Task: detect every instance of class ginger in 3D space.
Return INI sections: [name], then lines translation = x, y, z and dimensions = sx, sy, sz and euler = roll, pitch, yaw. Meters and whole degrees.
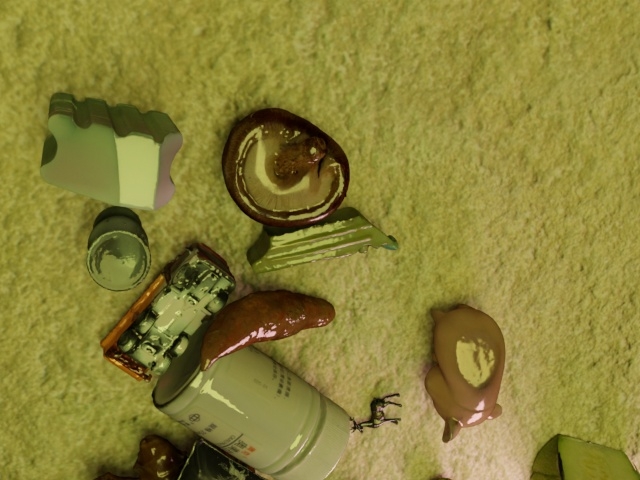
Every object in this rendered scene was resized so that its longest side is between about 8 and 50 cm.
[ginger]
translation = -0.271, 0.510, 1.835
dimensions = 0.357, 0.152, 0.274
euler = 7, 104, -18

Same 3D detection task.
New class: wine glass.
[wine glass]
translation = -0.339, 0.006, 1.630
dimensions = 0.103, 0.231, 0.103
euler = -3, 105, -11

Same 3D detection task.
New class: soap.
[soap]
translation = -0.328, -0.144, 1.528
dimensions = 0.208, 0.347, 0.115
euler = 8, 102, -17

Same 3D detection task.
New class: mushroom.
[mushroom]
translation = -0.065, -0.126, 1.725
dimensions = 0.231, 0.138, 0.194
euler = 39, 107, -10

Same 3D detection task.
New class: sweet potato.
[sweet potato]
translation = -0.092, 0.136, 1.735
dimensions = 0.354, 0.095, 0.106
euler = -15, 102, -50

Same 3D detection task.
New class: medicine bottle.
[medicine bottle]
translation = -0.122, 0.309, 1.795
dimensions = 0.332, 0.190, 0.190
euler = 36, 94, -20

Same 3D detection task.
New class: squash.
[squash]
translation = 0.590, 0.574, 1.991
dimensions = 0.233, 0.309, 0.210
euler = 20, 100, -19

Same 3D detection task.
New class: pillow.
[pillow]
translation = -0.172, 0.468, 1.777
dimensions = 0.208, 0.055, 0.141
euler = 33, 77, -20

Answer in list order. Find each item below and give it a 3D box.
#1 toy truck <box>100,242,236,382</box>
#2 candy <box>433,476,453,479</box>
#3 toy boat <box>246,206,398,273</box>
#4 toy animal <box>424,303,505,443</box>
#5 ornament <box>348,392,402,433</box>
[toy truck]
translation = -0.271, 0.132, 1.742
dimensions = 0.114, 0.135, 0.270
euler = 39, 98, -23
[candy]
translation = 0.184, 0.588, 2.029
dimensions = 0.262, 0.077, 0.073
euler = -37, 133, 7
[toy boat]
translation = 0.001, -0.006, 1.778
dimensions = 0.276, 0.111, 0.084
euler = -9, 107, -11
[toy animal]
translation = 0.287, 0.254, 1.905
dimensions = 0.166, 0.154, 0.250
euler = -10, 111, -20
[ornament]
translation = 0.102, 0.350, 1.952
dimensions = 0.125, 0.028, 0.073
euler = -5, 108, -15
